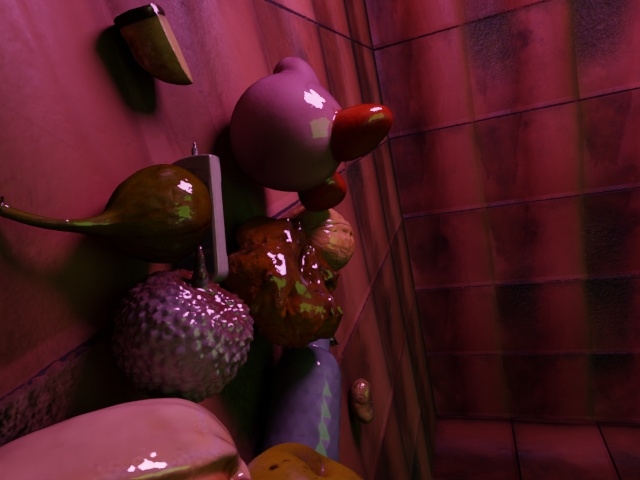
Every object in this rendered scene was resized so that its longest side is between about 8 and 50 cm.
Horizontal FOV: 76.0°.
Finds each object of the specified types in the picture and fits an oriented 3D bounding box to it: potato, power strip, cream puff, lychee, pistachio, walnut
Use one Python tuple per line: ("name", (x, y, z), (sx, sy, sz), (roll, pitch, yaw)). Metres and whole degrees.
("potato", (0.126, 0.491, 1.257), (0.091, 0.070, 0.137), (-26, 109, -70))
("potato", (-0.230, -0.263, 0.577), (0.096, 0.067, 0.103), (-112, -179, -69))
("power strip", (-0.183, -0.037, 0.613), (0.029, 0.080, 0.226), (4, 79, -64))
("cream puff", (-0.065, 0.082, 0.758), (0.269, 0.155, 0.241), (47, 33, -11))
("lychee", (-0.161, 0.105, 0.498), (0.197, 0.165, 0.165), (-63, 161, 9))
("pistachio", (-0.174, 0.265, 0.367), (0.309, 0.230, 0.229), (10, 74, -57))
("walnut", (0.000, 0.000, 0.969), (0.197, 0.165, 0.165), (30, 56, -58))

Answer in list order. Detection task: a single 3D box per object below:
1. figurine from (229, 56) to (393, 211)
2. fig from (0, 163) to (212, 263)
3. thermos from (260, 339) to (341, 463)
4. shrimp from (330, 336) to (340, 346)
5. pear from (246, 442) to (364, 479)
("figurine", (-0.052, -0.190, 0.774), (0.261, 0.269, 0.211), (43, 43, 7))
("fig", (-0.229, -0.030, 0.464), (0.236, 0.124, 0.124), (-6, 89, -58))
("thermos", (-0.024, 0.308, 0.832), (0.182, 0.145, 0.286), (74, 19, -51))
("shrimp", (-0.014, 0.167, 0.998), (0.223, 0.048, 0.126), (58, 26, -21))
("pear", (-0.043, 0.454, 0.568), (0.294, 0.295, 0.294), (-7, 90, -69))
